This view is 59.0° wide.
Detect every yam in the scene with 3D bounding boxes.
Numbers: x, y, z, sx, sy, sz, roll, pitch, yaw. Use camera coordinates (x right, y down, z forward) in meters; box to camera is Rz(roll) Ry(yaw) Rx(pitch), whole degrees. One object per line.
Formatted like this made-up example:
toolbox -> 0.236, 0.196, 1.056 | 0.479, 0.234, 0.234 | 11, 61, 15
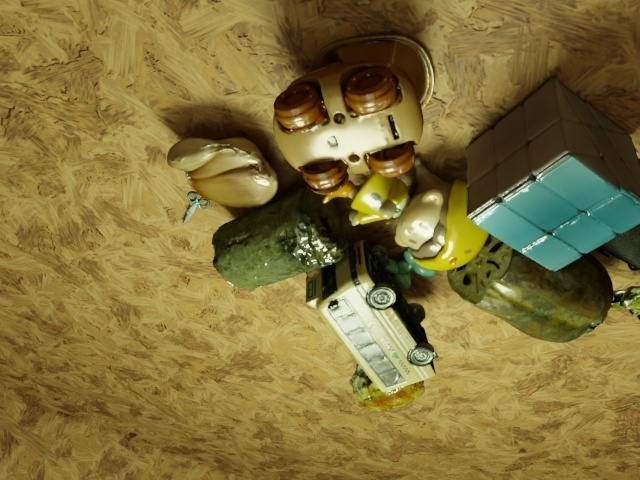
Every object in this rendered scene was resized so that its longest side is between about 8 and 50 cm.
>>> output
yam -> -0.087, -0.003, 1.314 | 0.300, 0.195, 0.195 | -21, 129, 32

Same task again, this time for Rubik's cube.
Rubik's cube -> 0.432, -0.118, 1.050 | 0.231, 0.221, 0.225 | 28, 136, -18

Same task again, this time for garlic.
garlic -> -0.190, -0.155, 1.241 | 0.228, 0.110, 0.217 | 4, 151, 24

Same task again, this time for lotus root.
lotus root -> 0.484, 0.093, 1.265 | 0.346, 0.250, 0.250 | 26, 136, -14

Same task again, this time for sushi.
sushi -> 0.214, 0.408, 1.717 | 0.274, 0.184, 0.139 | -23, 133, 27

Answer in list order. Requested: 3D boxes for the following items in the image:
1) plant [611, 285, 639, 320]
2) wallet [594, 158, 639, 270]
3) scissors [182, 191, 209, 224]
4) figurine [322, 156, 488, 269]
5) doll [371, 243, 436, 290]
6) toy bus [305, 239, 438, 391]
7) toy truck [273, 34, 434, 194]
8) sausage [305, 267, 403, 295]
plant -> 0.786, 0.138, 1.229 | 0.296, 0.306, 0.261 | 64, 154, 2
wallet -> 0.682, -0.055, 1.184 | 0.221, 0.071, 0.262 | 26, 130, -15
scissors -> -0.323, -0.077, 1.421 | 0.058, 0.014, 0.119 | 32, 131, -16
figurine -> 0.193, -0.070, 1.196 | 0.344, 0.187, 0.215 | 29, 145, -8
doll -> 0.190, 0.061, 1.425 | 0.159, 0.059, 0.159 | 37, 134, -28
toy bus -> 0.131, 0.189, 1.362 | 0.202, 0.176, 0.365 | -27, 118, 16
toy truck -> 0.062, -0.230, 1.020 | 0.288, 0.211, 0.204 | -10, 134, 18
sausage -> 0.091, 0.122, 1.478 | 0.271, 0.108, 0.109 | 25, 137, -14
